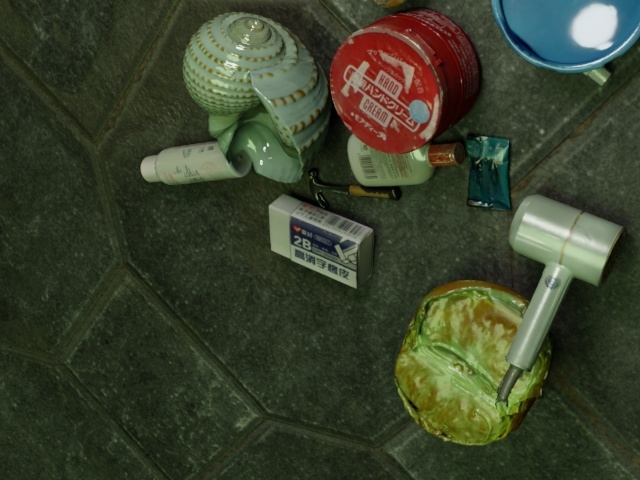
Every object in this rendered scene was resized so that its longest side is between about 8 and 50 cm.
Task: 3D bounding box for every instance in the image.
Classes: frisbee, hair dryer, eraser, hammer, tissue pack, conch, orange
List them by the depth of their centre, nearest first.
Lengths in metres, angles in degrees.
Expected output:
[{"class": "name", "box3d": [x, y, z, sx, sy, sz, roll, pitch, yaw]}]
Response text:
[{"class": "frisbee", "box3d": [0.377, -0.371, 1.618, 0.242, 0.045, 0.242, 3, 99, 20]}, {"class": "hair dryer", "box3d": [0.354, 0.110, 1.794, 0.173, 0.107, 0.357, 23, 86, 24]}, {"class": "tissue pack", "box3d": [0.288, -0.115, 1.880, 0.085, 0.028, 0.138, 11, 125, 31]}, {"class": "conch", "box3d": [-0.096, -0.262, 1.956, 0.303, 0.215, 0.319, 38, 164, 20]}, {"class": "orange", "box3d": [0.281, 0.205, 1.965, 0.263, 0.196, 0.334, 20, 132, 8]}, {"class": "hammer", "box3d": [0.064, -0.092, 2.064, 0.201, 0.021, 0.078, 8, 121, 34]}, {"class": "eraser", "box3d": [0.000, 0.000, 2.129, 0.210, 0.068, 0.124, 23, 137, 25]}]

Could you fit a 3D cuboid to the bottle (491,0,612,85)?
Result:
[{"class": "bottle", "box3d": [0.361, -0.318, 1.679, 0.217, 0.060, 0.060, 44, 133, 8]}]

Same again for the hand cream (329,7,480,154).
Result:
[{"class": "hand cream", "box3d": [0.143, -0.269, 1.813, 0.230, 0.149, 0.230, 20, 128, 29]}]

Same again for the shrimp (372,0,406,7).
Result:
[{"class": "shrimp", "box3d": [0.095, -0.460, 1.725, 0.132, 0.051, 0.187, 20, 130, 25]}]

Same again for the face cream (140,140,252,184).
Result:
[{"class": "face cream", "box3d": [-0.261, -0.157, 2.227, 0.269, 0.082, 0.082, -5, 113, 39]}]

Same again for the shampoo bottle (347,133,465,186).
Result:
[{"class": "shampoo bottle", "box3d": [0.153, -0.150, 1.942, 0.221, 0.051, 0.108, -1, 115, 36]}]
